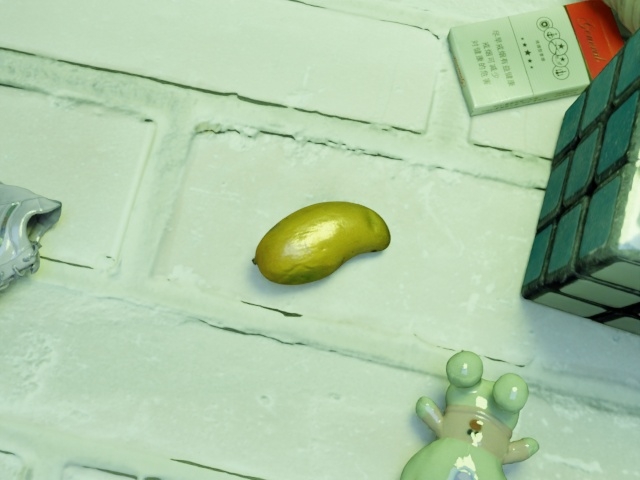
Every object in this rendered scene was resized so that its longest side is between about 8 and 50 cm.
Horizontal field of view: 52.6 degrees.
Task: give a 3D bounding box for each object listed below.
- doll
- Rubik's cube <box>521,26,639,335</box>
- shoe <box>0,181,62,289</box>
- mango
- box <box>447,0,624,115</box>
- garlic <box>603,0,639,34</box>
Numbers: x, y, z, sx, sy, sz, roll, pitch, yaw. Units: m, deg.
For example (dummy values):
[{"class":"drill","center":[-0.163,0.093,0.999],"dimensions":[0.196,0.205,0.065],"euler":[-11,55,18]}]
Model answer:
[{"class":"doll","center":[0.177,0.277,0.783],"dimensions":[0.154,0.113,0.275],"euler":[14,83,12]},{"class":"Rubik's cube","center":[0.452,-0.048,0.763],"dimensions":[0.303,0.301,0.305],"euler":[16,75,4]},{"class":"shoe","center":[-0.431,0.032,0.838],"dimensions":[0.137,0.095,0.245],"euler":[9,70,4]},{"class":"mango","center":[0.000,0.000,0.862],"dimensions":[0.190,0.075,0.098],"euler":[-19,93,-9]},{"class":"box","center":[0.322,-0.272,0.954],"dimensions":[0.245,0.035,0.139],"euler":[-13,76,-4]},{"class":"garlic","center":[0.539,-0.400,0.882],"dimensions":[0.317,0.259,0.318],"euler":[-19,51,24]}]
